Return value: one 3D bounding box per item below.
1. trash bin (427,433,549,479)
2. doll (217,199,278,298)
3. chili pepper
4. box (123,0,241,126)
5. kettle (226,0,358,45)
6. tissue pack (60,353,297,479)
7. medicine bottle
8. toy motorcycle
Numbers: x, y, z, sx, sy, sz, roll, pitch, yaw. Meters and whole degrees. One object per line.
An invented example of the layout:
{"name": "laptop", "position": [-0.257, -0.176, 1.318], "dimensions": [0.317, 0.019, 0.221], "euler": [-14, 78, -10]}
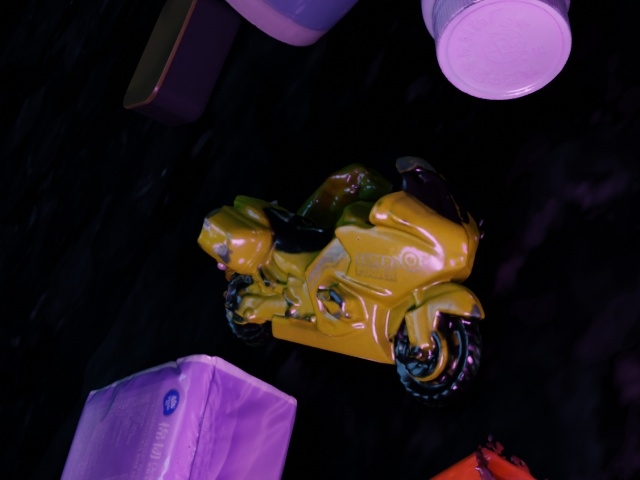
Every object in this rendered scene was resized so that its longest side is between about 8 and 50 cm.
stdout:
{"name": "trash bin", "position": [0.073, 0.258, 0.950], "dimensions": [0.238, 0.161, 0.184], "euler": [-43, 32, 22]}
{"name": "doll", "position": [-0.087, 0.006, 1.553], "dimensions": [0.073, 0.084, 0.127], "euler": [-15, 60, 56]}
{"name": "chili pepper", "position": [-0.002, 0.000, 1.413], "dimensions": [0.204, 0.072, 0.073], "euler": [-54, 18, 25]}
{"name": "box", "position": [-0.209, -0.277, 2.042], "dimensions": [0.144, 0.090, 0.201], "euler": [-2, 64, 61]}
{"name": "kettle", "position": [0.032, -0.447, 1.629], "dimensions": [0.342, 0.247, 0.319], "euler": [-41, 7, 25]}
{"name": "tissue pack", "position": [-0.165, 0.302, 1.333], "dimensions": [0.242, 0.160, 0.338], "euler": [-21, 48, 49]}
{"name": "medicine bottle", "position": [0.162, -0.250, 1.262], "dimensions": [0.139, 0.139, 0.225], "euler": [-44, 31, 35]}
{"name": "toy motorcycle", "position": [0.025, 0.021, 1.234], "dimensions": [0.342, 0.142, 0.206], "euler": [12, 82, 47]}
